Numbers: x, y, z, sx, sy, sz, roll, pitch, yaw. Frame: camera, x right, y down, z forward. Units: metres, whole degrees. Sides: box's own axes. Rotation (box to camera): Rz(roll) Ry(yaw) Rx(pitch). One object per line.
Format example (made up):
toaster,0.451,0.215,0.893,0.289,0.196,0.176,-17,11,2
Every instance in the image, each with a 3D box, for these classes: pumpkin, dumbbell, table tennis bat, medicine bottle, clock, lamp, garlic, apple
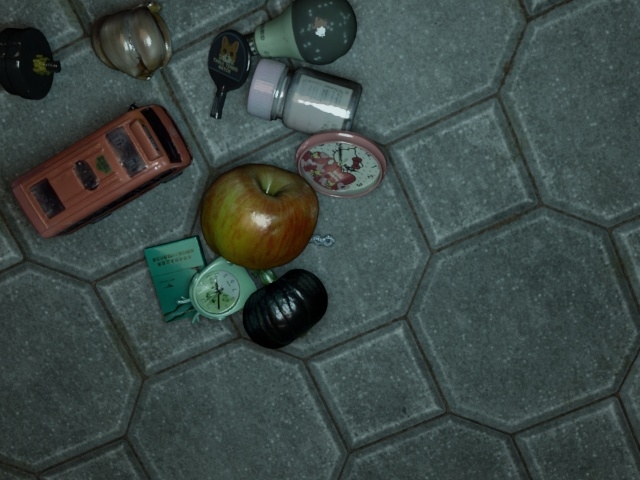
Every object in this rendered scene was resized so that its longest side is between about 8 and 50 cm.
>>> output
pumpkin,-0.113,0.159,1.593,0.247,0.248,0.248,0,101,2
dumbbell,-0.871,-0.472,1.529,0.388,0.185,0.185,6,101,1
table tennis bat,-0.252,-0.439,1.565,0.150,0.027,0.236,31,115,27
medicine bottle,-0.040,-0.363,1.526,0.273,0.165,0.165,16,101,1
clock,-0.296,0.142,1.648,0.210,0.066,0.159,-32,104,-14
lamp,-0.060,-0.515,1.492,0.313,0.182,0.182,-19,100,10
clock,0.053,-0.200,1.541,0.244,0.056,0.244,7,146,5
garlic,-0.497,-0.515,1.518,0.214,0.160,0.191,-8,96,1
apple,-0.165,-0.049,1.537,0.301,0.301,0.302,0,101,2

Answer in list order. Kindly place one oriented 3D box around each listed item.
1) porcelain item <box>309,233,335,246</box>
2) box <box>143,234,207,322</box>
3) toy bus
porcelain item,0.000,0.000,1.661,0.083,0.028,0.036,2,98,1
box,-0.399,0.112,1.692,0.160,0.042,0.226,-14,100,5
toy bus,-0.568,-0.184,1.547,0.426,0.233,0.203,-28,98,8
